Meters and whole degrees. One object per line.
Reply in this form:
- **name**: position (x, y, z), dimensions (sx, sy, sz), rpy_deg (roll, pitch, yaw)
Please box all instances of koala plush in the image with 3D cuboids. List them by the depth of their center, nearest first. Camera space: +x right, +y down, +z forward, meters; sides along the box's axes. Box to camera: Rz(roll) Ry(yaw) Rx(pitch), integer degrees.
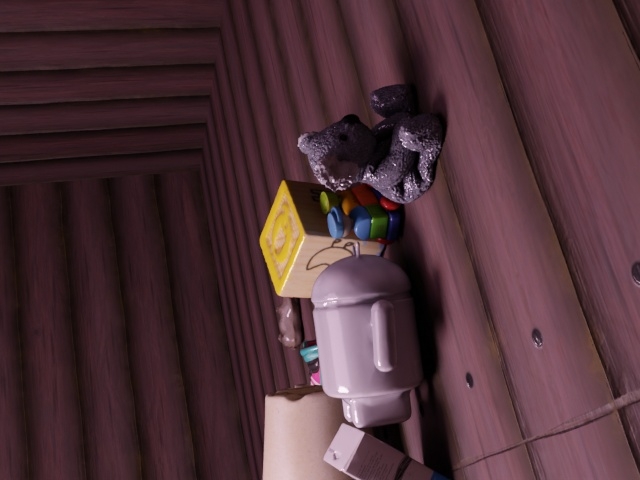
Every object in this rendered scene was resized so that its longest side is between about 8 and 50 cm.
- **koala plush**: position (0.077, -0.155, 1.380), dimensions (0.196, 0.221, 0.203), rpy_deg (-118, 27, -52)

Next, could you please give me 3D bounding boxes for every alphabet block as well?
- **alphabet block**: position (0.000, 0.000, 1.686), dimensions (0.193, 0.197, 0.192), rpy_deg (-115, 37, -46)

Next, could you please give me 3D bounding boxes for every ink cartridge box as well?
- **ink cartridge box**: position (0.125, 0.438, 1.460), dimensions (0.086, 0.203, 0.148), rpy_deg (-60, 10, -13)

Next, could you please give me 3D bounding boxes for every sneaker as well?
- **sneaker**: position (0.007, 0.344, 1.980), dimensions (0.178, 0.124, 0.295), rpy_deg (69, 151, 28)

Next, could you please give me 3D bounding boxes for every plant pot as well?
- **plant pot**: position (0.000, 0.481, 1.699), dimensions (0.334, 0.334, 0.305), rpy_deg (156, 108, -73)

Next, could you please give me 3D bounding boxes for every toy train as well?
- **toy train**: position (0.062, -0.087, 1.597), dimensions (0.248, 0.143, 0.105), rpy_deg (-117, 27, -51)

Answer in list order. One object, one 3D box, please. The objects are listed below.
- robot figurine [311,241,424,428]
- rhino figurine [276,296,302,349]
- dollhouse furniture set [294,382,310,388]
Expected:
- **robot figurine**: position (0.090, 0.180, 1.499), dimensions (0.300, 0.200, 0.353), rpy_deg (163, 100, -75)
- **rhino figurine**: position (-0.101, 0.226, 2.409), dimensions (0.106, 0.073, 0.243), rpy_deg (154, 110, -77)
- **dollhouse furniture set**: position (-0.055, 0.538, 2.265), dimensions (0.129, 0.129, 0.183), rpy_deg (-119, 28, -53)
